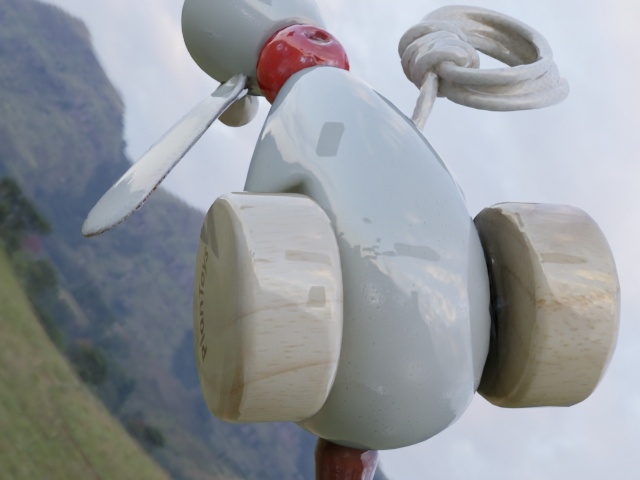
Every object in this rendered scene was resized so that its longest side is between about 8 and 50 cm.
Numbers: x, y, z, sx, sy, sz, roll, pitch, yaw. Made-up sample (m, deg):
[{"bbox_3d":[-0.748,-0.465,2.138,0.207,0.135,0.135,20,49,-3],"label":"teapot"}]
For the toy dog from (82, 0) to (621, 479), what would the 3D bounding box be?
[{"bbox_3d":[0.000,0.000,0.554,0.334,0.220,0.161,-82,-173,-60],"label":"toy dog"}]
